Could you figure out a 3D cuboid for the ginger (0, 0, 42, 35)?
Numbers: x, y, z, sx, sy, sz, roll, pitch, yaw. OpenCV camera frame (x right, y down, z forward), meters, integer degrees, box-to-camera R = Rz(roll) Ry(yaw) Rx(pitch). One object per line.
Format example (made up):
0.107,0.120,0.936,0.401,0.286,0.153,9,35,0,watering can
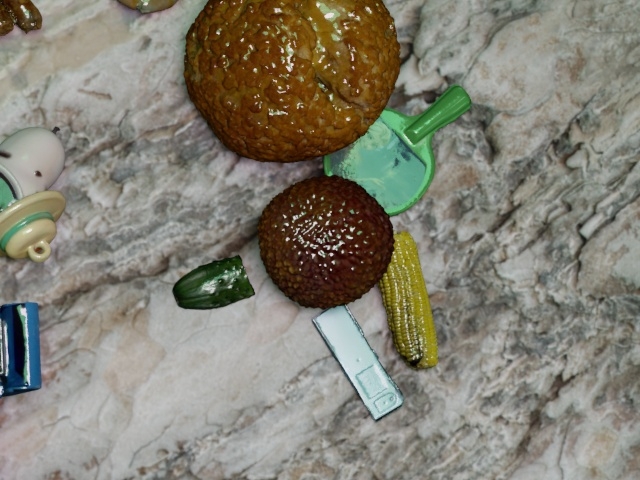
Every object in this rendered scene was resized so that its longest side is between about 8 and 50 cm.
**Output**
-0.462,-0.350,1.608,0.103,0.073,0.162,-30,87,-14,ginger

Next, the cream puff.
-0.035,-0.257,1.598,0.303,0.212,0.303,2,74,-8,cream puff

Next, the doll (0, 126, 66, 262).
-0.471,-0.085,1.537,0.271,0.144,0.208,14,56,-11,doll

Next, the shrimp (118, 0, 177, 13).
-0.282,-0.451,1.670,0.145,0.061,0.267,-29,83,-23,shrimp

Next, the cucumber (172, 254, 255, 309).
-0.151,0.062,1.609,0.107,0.035,0.067,-19,85,-12,cucumber

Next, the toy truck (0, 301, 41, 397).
-0.537,0.147,1.447,0.367,0.175,0.146,-2,78,-11,toy truck

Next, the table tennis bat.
0.119,-0.141,1.699,0.257,0.039,0.160,-39,88,-13,table tennis bat

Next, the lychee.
0.005,-0.002,1.576,0.194,0.194,0.194,2,79,-10,lychee

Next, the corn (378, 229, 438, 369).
0.121,0.084,1.637,0.072,0.072,0.203,-11,83,-13,corn

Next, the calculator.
0.055,0.170,1.634,0.057,0.018,0.172,-31,86,-16,calculator
